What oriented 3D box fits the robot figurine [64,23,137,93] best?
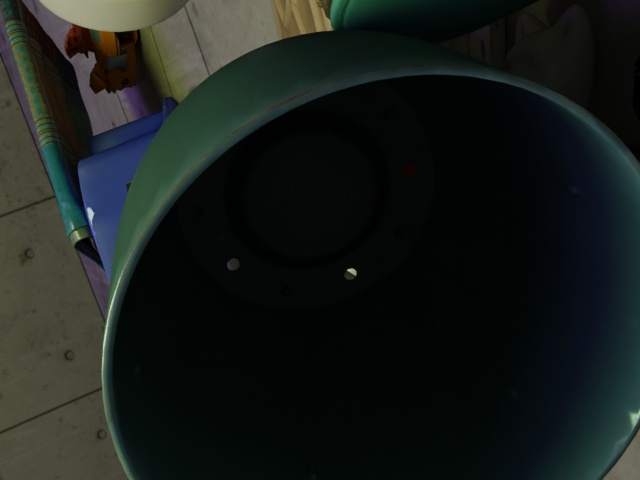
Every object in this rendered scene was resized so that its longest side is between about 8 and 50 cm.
[{"bbox_3d":[-0.328,-0.363,1.592,0.211,0.085,0.291,49,153,38],"label":"robot figurine"}]

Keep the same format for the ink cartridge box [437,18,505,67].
[{"bbox_3d":[0.108,-0.151,0.807,0.083,0.028,0.048,43,149,48],"label":"ink cartridge box"}]

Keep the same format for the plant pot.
[{"bbox_3d":[0.015,0.012,0.650,0.235,0.293,0.293,-120,16,-63],"label":"plant pot"}]

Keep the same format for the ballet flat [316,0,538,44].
[{"bbox_3d":[0.140,-0.231,0.514,0.483,0.164,0.182,166,104,-64],"label":"ballet flat"}]

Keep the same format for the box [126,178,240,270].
[{"bbox_3d":[-0.070,0.051,1.131,0.143,0.165,0.270,-18,82,40],"label":"box"}]

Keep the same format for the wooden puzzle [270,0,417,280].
[{"bbox_3d":[0.015,-0.144,0.895,0.322,0.080,0.347,-114,5,-63],"label":"wooden puzzle"}]

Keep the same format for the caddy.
[{"bbox_3d":[-0.188,-0.017,1.486,0.241,0.179,0.341,-99,-5,-68],"label":"caddy"}]

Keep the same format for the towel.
[{"bbox_3d":[-0.346,-0.137,1.560,0.271,0.040,0.370,73,178,-76],"label":"towel"}]

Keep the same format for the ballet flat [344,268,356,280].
[{"bbox_3d":[0.000,0.000,1.034,0.247,0.083,0.087,30,174,-42],"label":"ballet flat"}]

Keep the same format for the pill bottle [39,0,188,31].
[{"bbox_3d":[-0.194,-0.388,1.032,0.224,0.224,0.392,59,158,21],"label":"pill bottle"}]

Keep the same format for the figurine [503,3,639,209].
[{"bbox_3d":[0.183,-0.040,0.678,0.215,0.092,0.209,23,125,63],"label":"figurine"}]
